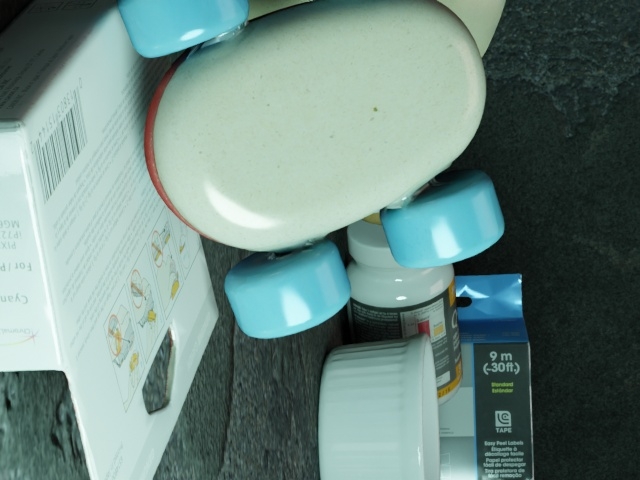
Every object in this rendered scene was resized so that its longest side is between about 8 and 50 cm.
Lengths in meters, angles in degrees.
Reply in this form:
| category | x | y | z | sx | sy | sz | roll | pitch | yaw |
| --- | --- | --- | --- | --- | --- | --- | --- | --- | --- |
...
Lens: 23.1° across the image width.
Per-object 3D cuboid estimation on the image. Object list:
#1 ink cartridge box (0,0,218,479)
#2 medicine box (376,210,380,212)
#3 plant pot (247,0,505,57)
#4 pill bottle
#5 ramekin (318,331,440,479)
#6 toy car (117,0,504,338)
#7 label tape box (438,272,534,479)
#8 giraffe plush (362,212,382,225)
| category | x | y | z | sx | sy | sz | roll | pitch | yaw |
| --- | --- | --- | --- | --- | --- | --- | --- | --- | --- |
| ink cartridge box | -0.136 | 0.000 | 0.918 | 0.296 | 0.066 | 0.261 | -73 | 159 | -64 |
| medicine box | -0.002 | -0.165 | 1.573 | 0.289 | 0.149 | 0.263 | -36 | 123 | -79 |
| plant pot | -0.016 | -0.231 | 1.254 | 0.191 | 0.284 | 0.284 | 11 | 75 | -48 |
| pill bottle | 0.117 | 0.097 | 2.240 | 0.162 | 0.162 | 0.278 | -78 | 164 | -58 |
| ramekin | 0.080 | 0.260 | 2.039 | 0.277 | 0.135 | 0.277 | -2 | 90 | -82 |
| toy car | -0.027 | -0.084 | 1.003 | 0.219 | 0.210 | 0.238 | 70 | -15 | -14 |
| label tape box | 0.197 | 0.222 | 2.414 | 0.115 | 0.249 | 0.347 | 58 | 30 | -83 |
| giraffe plush | 0.068 | -0.094 | 1.994 | 0.170 | 0.181 | 0.210 | 96 | 16 | -56 |
